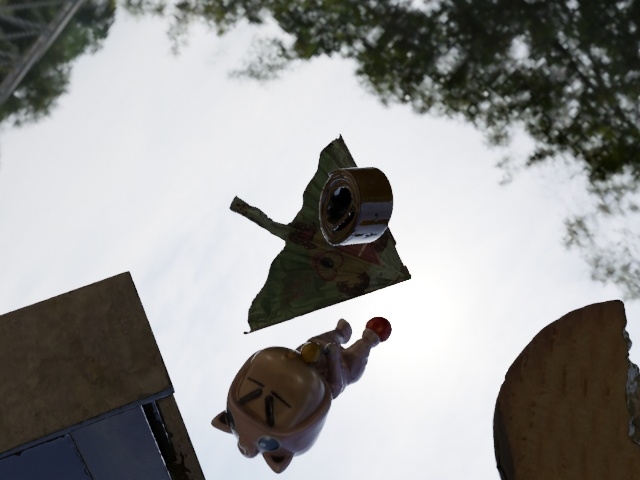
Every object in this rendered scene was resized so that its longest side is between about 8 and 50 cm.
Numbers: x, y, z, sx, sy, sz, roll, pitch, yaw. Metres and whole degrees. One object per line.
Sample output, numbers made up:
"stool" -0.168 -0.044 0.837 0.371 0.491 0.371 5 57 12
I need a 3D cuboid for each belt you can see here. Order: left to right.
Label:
"belt" 0.028 -0.028 0.740 0.083 0.036 0.059 139 -57 -63

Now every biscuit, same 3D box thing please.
"biscuit" 0.241 0.164 0.845 0.176 0.031 0.228 27 -102 27

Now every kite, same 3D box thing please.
"kite" 0.000 0.000 1.283 0.013 0.268 0.323 102 10 -69

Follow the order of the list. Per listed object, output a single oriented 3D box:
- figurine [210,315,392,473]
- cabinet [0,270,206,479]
"figurine" -0.030 0.199 1.410 0.287 0.186 0.176 -36 -130 -25
"cabinet" -0.220 0.158 0.769 0.215 0.175 0.148 -20 -136 -10
